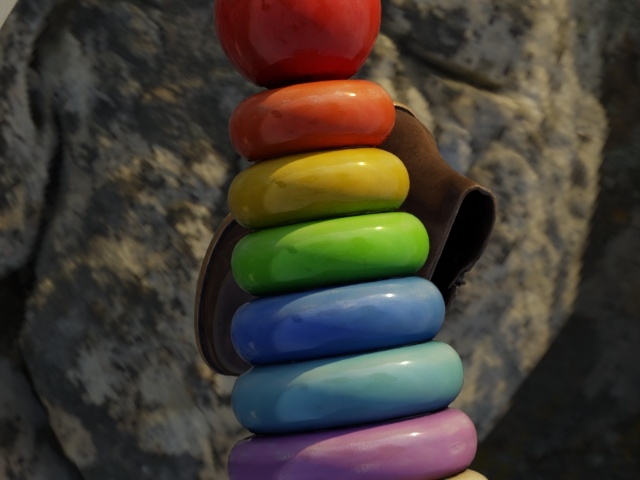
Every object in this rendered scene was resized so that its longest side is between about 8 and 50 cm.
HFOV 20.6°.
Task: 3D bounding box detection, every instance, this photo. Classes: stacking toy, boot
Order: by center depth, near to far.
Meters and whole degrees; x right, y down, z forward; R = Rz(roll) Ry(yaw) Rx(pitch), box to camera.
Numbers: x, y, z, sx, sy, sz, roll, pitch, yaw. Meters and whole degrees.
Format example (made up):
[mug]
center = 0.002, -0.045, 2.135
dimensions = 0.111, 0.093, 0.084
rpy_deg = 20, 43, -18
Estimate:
[stacking toy]
center = 0.000, 0.000, 0.928
dimensions = 0.141, 0.141, 0.330
rpy_deg = -8, 89, -19
[boot]
center = 0.008, 0.025, 1.217
dimensions = 0.090, 0.207, 0.248
rpy_deg = 20, 106, -32

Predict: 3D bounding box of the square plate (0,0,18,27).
[square plate]
center = -0.231, -0.280, 1.062
dimensions = 0.049, 0.344, 0.347
rpy_deg = 30, 92, -45
